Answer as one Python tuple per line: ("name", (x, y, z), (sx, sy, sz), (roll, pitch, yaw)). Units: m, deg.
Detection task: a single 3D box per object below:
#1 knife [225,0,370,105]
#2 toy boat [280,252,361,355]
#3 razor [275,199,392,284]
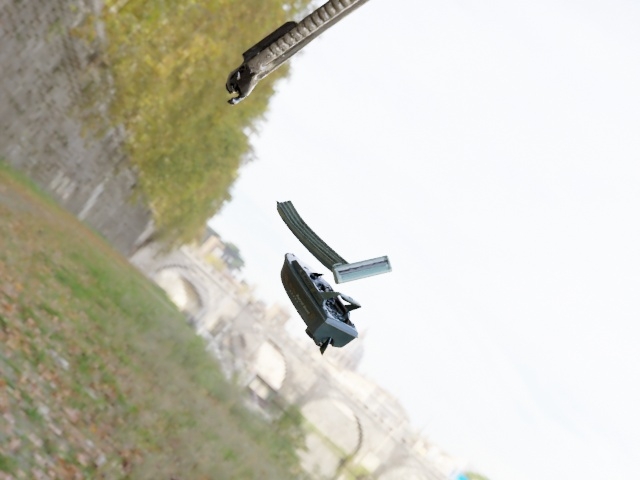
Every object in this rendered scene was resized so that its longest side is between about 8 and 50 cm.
("knife", (0.022, -0.274, 1.072), (0.043, 0.365, 0.089), (54, 22, -9))
("toy boat", (-0.010, 0.094, 1.659), (0.093, 0.103, 0.246), (30, 16, -40))
("razor", (0.000, 0.004, 1.020), (0.191, 0.068, 0.037), (38, -48, 51))
